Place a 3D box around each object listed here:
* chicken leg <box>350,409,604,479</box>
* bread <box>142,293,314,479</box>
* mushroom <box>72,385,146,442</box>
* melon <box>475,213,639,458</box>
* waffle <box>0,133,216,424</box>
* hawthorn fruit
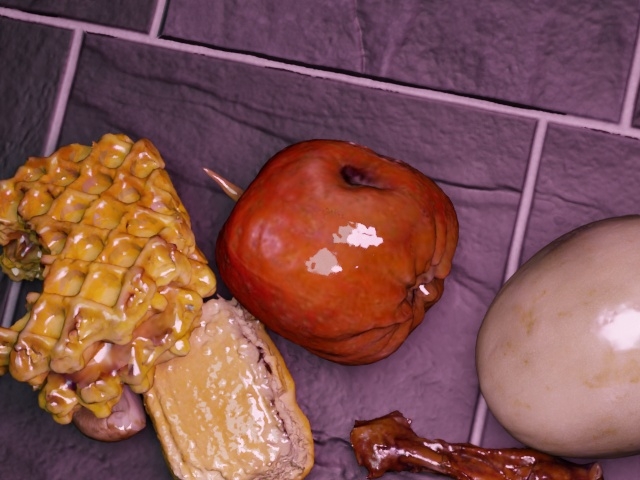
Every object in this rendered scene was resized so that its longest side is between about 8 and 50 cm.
[{"bbox_3d":[0.176,0.262,1.663,0.304,0.093,0.113,18,66,17],"label":"chicken leg"},{"bbox_3d":[-0.115,0.187,1.683,0.174,0.121,0.245,-27,78,8],"label":"bread"},{"bbox_3d":[-0.271,0.153,1.731,0.094,0.072,0.210,-35,65,7],"label":"mushroom"},{"bbox_3d":[0.316,0.104,1.577,0.308,0.272,0.272,-37,79,-5],"label":"melon"},{"bbox_3d":[-0.261,0.030,1.647,0.261,0.151,0.324,-26,50,2],"label":"waffle"},{"bbox_3d":[0.019,0.012,1.640,0.262,0.258,0.258,5,80,45],"label":"hawthorn fruit"}]
